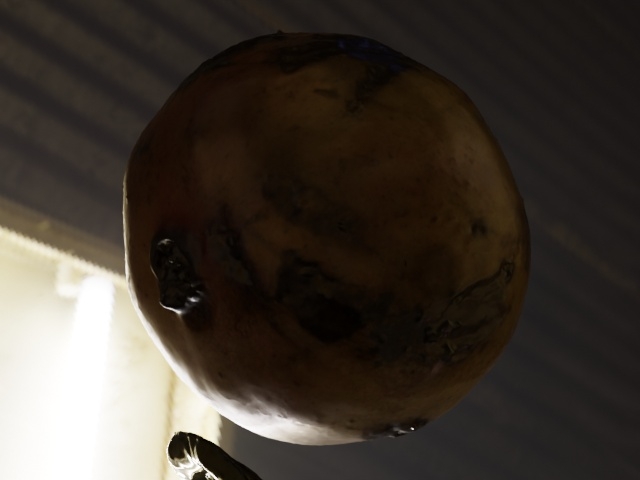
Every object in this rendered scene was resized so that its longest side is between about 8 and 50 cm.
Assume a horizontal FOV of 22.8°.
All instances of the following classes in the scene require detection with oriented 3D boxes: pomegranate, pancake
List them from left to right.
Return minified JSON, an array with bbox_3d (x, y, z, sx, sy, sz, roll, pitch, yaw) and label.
[{"bbox_3d":[-0.005,0.195,0.953,0.235,0.029,0.212,39,165,17],"label":"pancake"},{"bbox_3d":[0.000,0.000,1.181,0.322,0.322,0.322,33,-135,-41],"label":"pomegranate"}]
